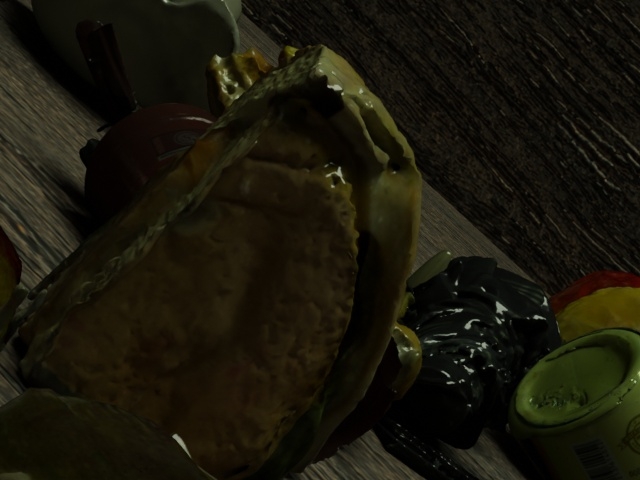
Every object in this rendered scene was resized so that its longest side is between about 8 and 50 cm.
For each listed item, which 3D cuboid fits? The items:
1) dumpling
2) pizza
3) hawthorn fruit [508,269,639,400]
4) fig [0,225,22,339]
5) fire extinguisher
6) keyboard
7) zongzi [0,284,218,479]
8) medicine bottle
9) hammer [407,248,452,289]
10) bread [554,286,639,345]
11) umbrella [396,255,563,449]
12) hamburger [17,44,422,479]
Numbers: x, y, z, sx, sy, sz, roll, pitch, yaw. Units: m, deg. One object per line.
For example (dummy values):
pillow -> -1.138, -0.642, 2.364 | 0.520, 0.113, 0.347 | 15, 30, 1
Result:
dumpling -> -0.148, -0.179, 1.491 | 0.243, 0.175, 0.227 | -100, 173, -53
pizza -> 0.005, 0.023, 1.214 | 0.268, 0.087, 0.258 | 87, -17, -67
hawthorn fruit -> 0.308, 0.109, 1.727 | 0.207, 0.243, 0.207 | 40, 6, -5
fig -> -0.164, 0.018, 0.661 | 0.098, 0.082, 0.084 | 0, 48, -22
fire extinguisher -> -0.076, -0.021, 1.032 | 0.337, 0.106, 0.147 | 50, -22, 46
keyboard -> 0.111, 0.179, 1.243 | 0.195, 0.018, 0.060 | 38, 6, -27
zongzi -> -0.014, 0.163, 0.541 | 0.247, 0.111, 0.241 | 40, -12, 35
medicine bottle -> 0.242, 0.187, 1.284 | 0.239, 0.124, 0.124 | 59, 1, -22
hammer -> 0.181, 0.093, 1.896 | 0.195, 0.060, 0.028 | 44, 7, -10
bread -> 0.272, 0.144, 1.532 | 0.197, 0.197, 0.170 | 45, -17, 23
umbrella -> 0.121, 0.102, 1.358 | 0.154, 0.128, 0.336 | 26, 15, -4
hamburger -> -0.027, 0.010, 0.821 | 0.155, 0.208, 0.135 | 35, 13, -15
